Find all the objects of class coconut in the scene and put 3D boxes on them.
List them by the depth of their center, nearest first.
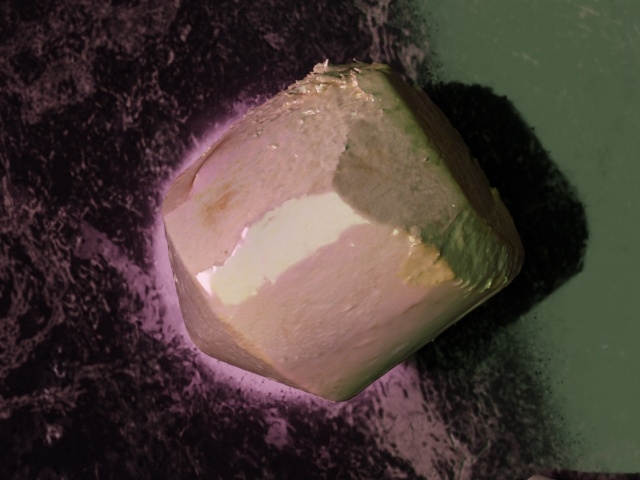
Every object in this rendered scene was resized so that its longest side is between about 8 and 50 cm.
[{"bbox_3d":[0.000,0.000,1.645,0.309,0.297,0.297,-35,79,14],"label":"coconut"}]

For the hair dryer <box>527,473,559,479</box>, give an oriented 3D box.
[{"bbox_3d":[0.272,0.332,1.655,0.229,0.092,0.267,38,137,40],"label":"hair dryer"}]
